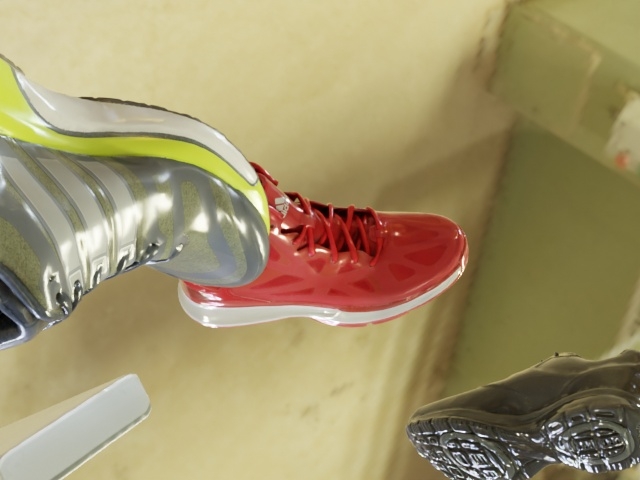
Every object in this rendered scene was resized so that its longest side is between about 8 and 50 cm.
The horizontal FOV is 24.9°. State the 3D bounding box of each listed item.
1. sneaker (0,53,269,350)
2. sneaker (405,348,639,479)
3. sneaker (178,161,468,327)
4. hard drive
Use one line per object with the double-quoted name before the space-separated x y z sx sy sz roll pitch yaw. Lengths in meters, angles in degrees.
"sneaker" -0.133 -0.004 0.676 0.300 0.111 0.121 16 64 -49
"sneaker" 0.224 0.182 1.522 0.109 0.286 0.130 61 37 -28
"sneaker" 0.000 0.000 1.053 0.221 0.087 0.128 -12 147 -4
"hard drive" -0.303 0.198 1.134 0.307 0.040 0.203 -23 -176 25
